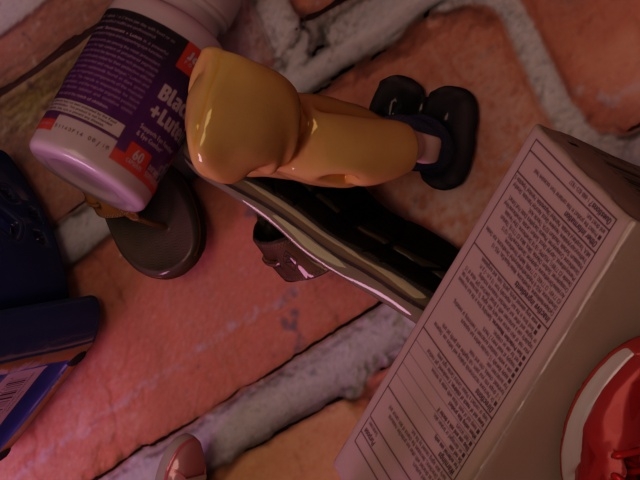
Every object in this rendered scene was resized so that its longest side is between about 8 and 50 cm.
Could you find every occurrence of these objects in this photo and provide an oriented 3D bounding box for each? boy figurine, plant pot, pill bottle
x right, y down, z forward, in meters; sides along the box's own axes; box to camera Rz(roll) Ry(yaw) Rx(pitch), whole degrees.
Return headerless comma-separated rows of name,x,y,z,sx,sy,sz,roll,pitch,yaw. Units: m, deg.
boy figurine,-0.009,-0.083,1.305,0.177,0.285,0.092,16,98,36
plant pot,-0.342,0.076,1.559,0.212,0.236,0.236,48,114,18
pill bottle,-0.143,-0.130,1.473,0.108,0.108,0.193,20,75,32

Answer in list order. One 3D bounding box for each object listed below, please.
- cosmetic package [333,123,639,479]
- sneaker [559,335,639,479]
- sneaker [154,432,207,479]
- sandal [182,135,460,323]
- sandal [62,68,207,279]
cosmetic package,0.150,0.091,1.259,0.296,0.129,0.153,-59,33,18
sneaker,0.204,0.180,1.156,0.128,0.087,0.221,48,127,57
sneaker,-0.101,0.229,1.498,0.070,0.051,0.134,17,101,31
sandal,0.000,0.001,1.402,0.302,0.120,0.086,39,123,28
sandal,-0.171,-0.061,1.544,0.090,0.060,0.219,-35,70,28
